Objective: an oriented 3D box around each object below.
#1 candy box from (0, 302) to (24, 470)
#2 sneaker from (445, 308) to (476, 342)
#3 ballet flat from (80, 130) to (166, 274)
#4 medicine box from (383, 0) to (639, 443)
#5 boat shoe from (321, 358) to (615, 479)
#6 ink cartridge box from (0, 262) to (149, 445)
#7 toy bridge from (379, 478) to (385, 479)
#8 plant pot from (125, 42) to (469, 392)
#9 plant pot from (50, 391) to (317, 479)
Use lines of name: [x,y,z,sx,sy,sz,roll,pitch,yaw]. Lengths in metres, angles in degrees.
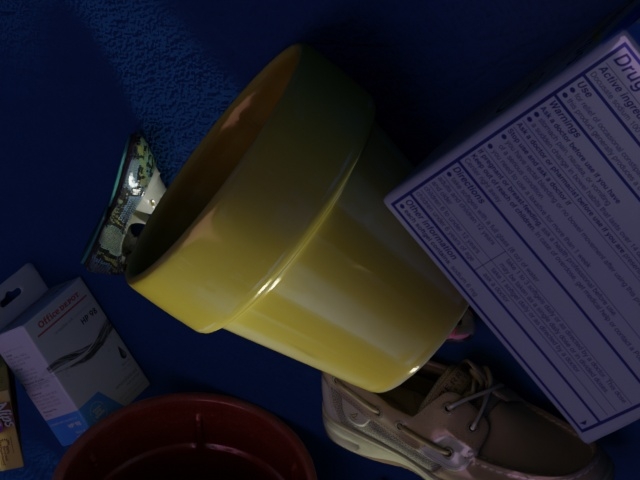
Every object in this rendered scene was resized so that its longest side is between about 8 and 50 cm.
candy box: [-0.360,0.153,1.929,0.053,0.187,0.109,-9,123,-7]
sneaker: [0.095,0.079,1.642,0.119,0.047,0.057,8,146,33]
ballet flat: [-0.184,-0.033,1.754,0.070,0.070,0.188,37,137,8]
medicine box: [0.247,-0.024,1.373,0.263,0.149,0.289,50,135,-5]
boat shoe: [0.126,0.164,1.628,0.302,0.109,0.098,17,132,33]
ink cartridge box: [-0.274,0.114,1.883,0.060,0.104,0.180,-20,108,42]
toy bridge: [0.128,0.302,1.780,0.188,0.026,0.063,23,132,22]
plant pot: [0.000,0.000,1.521,0.239,0.254,0.254,37,137,-14]
plant pot: [-0.134,0.348,1.855,0.272,0.272,0.265,21,138,23]
